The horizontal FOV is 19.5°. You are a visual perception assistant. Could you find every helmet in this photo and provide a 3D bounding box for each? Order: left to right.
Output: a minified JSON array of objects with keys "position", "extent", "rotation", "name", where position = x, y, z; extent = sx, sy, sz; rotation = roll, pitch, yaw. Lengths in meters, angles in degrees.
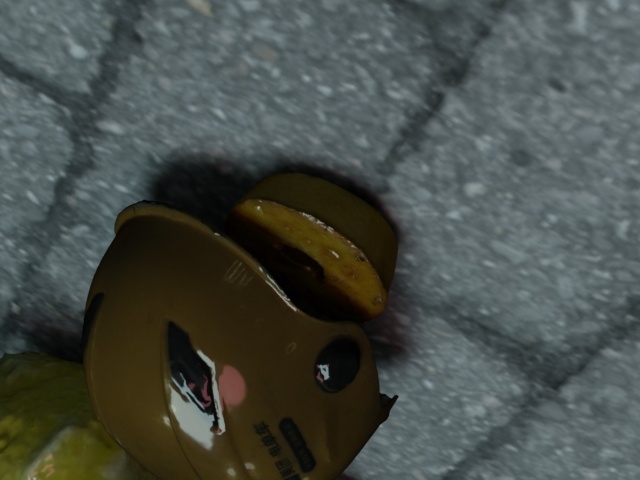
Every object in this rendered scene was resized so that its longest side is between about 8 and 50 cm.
[{"position":[-0.065,0.088,1.144],"extent":[0.198,0.130,0.224],"rotation":[17,157,37],"name":"helmet"}]

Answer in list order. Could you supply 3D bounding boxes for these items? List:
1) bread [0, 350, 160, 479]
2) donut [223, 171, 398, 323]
[{"position":[-0.192,0.168,1.353],"extent":[0.170,0.197,0.197],"rotation":[23,150,28],"name":"bread"},{"position":[0.000,0.000,1.091],"extent":[0.108,0.043,0.097],"rotation":[36,150,-15],"name":"donut"}]
